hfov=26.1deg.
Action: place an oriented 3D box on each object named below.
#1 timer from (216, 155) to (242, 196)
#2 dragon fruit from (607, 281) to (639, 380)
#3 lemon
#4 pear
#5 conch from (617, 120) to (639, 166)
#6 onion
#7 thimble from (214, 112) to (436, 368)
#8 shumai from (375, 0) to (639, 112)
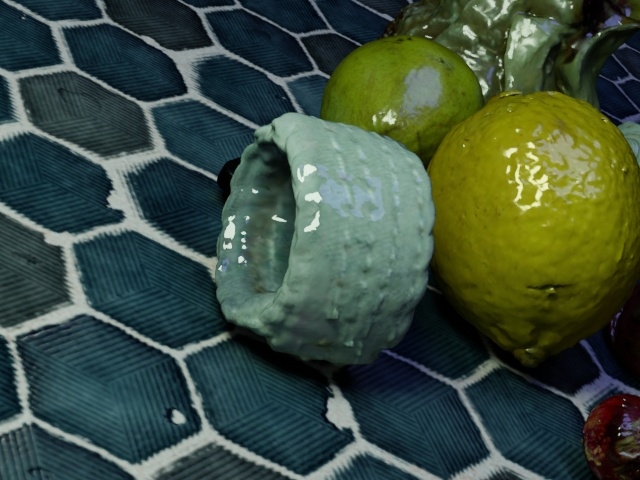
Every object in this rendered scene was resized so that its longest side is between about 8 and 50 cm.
[{"bbox_3d":[-0.018,-0.030,1.585,0.187,0.055,0.144,43,34,16],"label":"timer"},{"bbox_3d":[0.476,0.089,1.686,0.218,0.148,0.224,-3,37,-21],"label":"dragon fruit"},{"bbox_3d":[0.245,-0.018,1.567,0.268,0.268,0.322,1,80,-41],"label":"lemon"},{"bbox_3d":[0.102,-0.153,1.728,0.212,0.212,0.269,31,26,4],"label":"pear"},{"bbox_3d":[0.441,-0.071,1.978,0.131,0.200,0.172,-26,38,-15],"label":"conch"},{"bbox_3d":[0.319,0.214,1.451,0.107,0.097,0.107,9,77,-42],"label":"onion"},{"bbox_3d":[0.000,0.000,1.385,0.172,0.205,0.250,13,69,-25],"label":"thimble"},{"bbox_3d":[0.275,-0.301,1.987,0.395,0.348,0.395,18,32,-11],"label":"shumai"}]
